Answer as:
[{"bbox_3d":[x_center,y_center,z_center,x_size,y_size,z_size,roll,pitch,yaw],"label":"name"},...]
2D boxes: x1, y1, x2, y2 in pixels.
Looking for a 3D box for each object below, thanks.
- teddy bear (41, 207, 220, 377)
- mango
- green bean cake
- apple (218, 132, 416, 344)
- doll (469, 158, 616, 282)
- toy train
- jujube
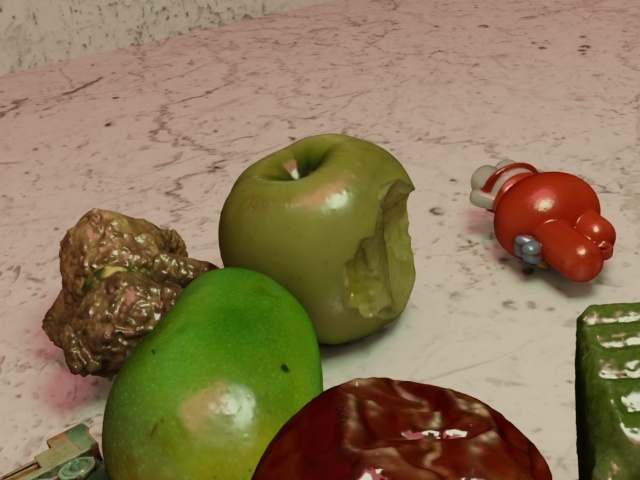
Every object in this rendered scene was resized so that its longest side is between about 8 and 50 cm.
[{"bbox_3d":[-0.248,0.080,1.340,0.246,0.222,0.296,-15,-15,-5],"label":"teddy bear"},{"bbox_3d":[-0.109,0.161,1.061,0.225,0.201,0.382,-18,34,11],"label":"mango"},{"bbox_3d":[0.296,0.202,0.856,0.156,0.250,0.247,-1,27,10],"label":"green bean cake"},{"bbox_3d":[0.000,0.000,1.301,0.279,0.279,0.279,-5,27,2],"label":"apple"},{"bbox_3d":[0.323,-0.032,1.442,0.161,0.130,0.290,-13,34,-19],"label":"doll"},{"bbox_3d":[-0.299,0.268,1.052,0.176,0.074,0.118,-25,23,-24],"label":"toy train"},{"bbox_3d":[0.065,0.272,0.771,0.276,0.276,0.377,-4,25,3],"label":"jujube"}]
